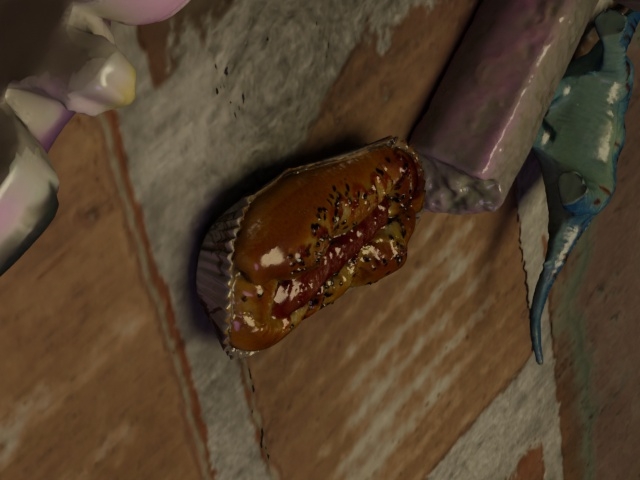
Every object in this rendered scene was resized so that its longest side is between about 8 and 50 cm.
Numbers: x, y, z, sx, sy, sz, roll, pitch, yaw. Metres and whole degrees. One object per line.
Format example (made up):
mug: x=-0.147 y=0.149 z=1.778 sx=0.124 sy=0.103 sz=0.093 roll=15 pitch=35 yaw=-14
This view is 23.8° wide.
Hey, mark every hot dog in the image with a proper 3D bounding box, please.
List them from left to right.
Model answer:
hot dog: x=0.000 y=0.000 z=0.910 sx=0.191 sy=0.059 sz=0.108 roll=-31 pitch=134 yaw=-45

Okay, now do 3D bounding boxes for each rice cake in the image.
rice cake: x=0.159 y=-0.180 z=1.026 sx=0.365 sy=0.073 sz=0.056 roll=-61 pitch=147 yaw=-9

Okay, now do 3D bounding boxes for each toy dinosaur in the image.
toy dinosaur: x=0.186 y=-0.082 z=1.107 sx=0.144 sy=0.076 sz=0.329 roll=42 pitch=62 yaw=-61

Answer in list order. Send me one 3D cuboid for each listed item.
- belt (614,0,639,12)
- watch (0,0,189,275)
belt: x=0.178 y=-0.260 z=0.870 sx=0.115 sy=0.227 sz=0.324 roll=-56 pitch=138 yaw=-15
watch: x=-0.176 y=-0.114 z=0.505 sx=0.231 sy=0.196 sz=0.244 roll=34 pitch=82 yaw=-48
